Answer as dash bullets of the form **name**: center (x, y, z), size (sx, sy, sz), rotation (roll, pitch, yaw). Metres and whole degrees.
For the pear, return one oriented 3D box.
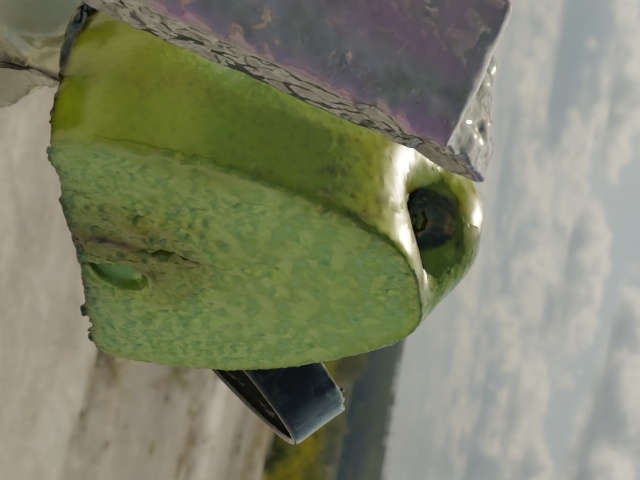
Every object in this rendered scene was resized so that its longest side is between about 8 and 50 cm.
- **pear**: center (-0.030, -0.037, 0.984), size (0.292, 0.292, 0.159), rotation (94, 9, -60)

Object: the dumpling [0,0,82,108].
- **dumpling**: center (-0.253, -0.191, 1.280), size (0.227, 0.243, 0.175), rotation (-47, 173, -40)

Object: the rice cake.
- **rice cake**: center (-0.088, -0.121, 0.534), size (0.073, 0.365, 0.056), rotation (-65, -170, -10)

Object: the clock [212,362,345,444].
- **clock**: center (-0.123, 0.065, 1.772), size (0.076, 0.386, 0.386), rotation (-41, 168, -9)
